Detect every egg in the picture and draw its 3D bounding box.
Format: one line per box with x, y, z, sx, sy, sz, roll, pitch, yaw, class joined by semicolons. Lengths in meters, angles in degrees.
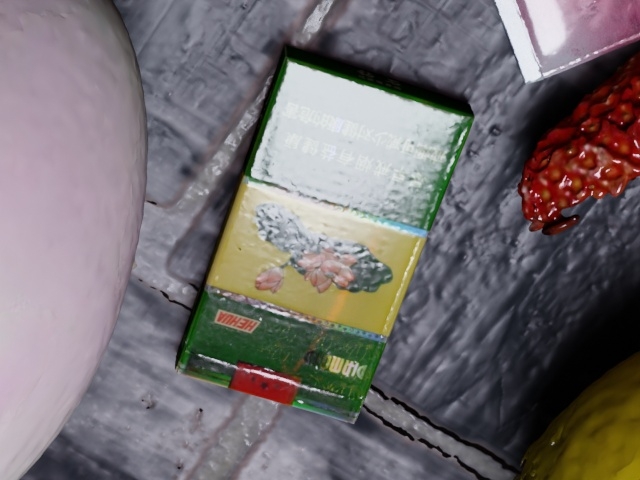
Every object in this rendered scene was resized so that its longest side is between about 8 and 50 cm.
-0.249;-0.031;0.980;0.340;0.354;0.354;-42;109;-2;egg

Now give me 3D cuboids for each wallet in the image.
0.142;-0.222;1.085;0.119;0.025;0.232;-21;112;6;wallet

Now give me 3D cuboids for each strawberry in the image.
0.202;-0.076;1.098;0.188;0.121;0.082;-25;92;6;strawberry

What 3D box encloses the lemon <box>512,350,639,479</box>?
0.300;0.215;1.107;0.387;0.350;0.350;-20;112;-2;lemon

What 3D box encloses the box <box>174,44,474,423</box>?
0.000;0.000;1.162;0.132;0.034;0.235;16;110;-10;box
